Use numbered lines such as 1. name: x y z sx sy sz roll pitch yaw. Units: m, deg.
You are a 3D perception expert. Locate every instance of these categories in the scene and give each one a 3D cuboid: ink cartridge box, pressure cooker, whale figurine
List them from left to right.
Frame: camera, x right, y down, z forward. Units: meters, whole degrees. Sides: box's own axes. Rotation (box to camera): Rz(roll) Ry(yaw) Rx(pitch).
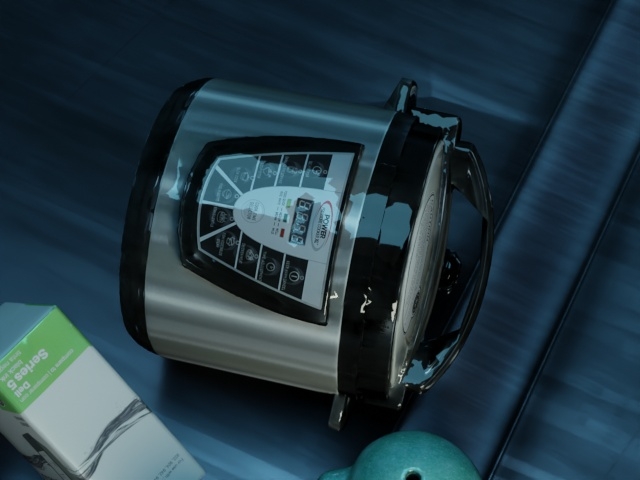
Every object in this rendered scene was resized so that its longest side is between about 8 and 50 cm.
1. ink cartridge box: -0.289 0.208 1.578 0.115 0.198 0.273 -46 110 -23
2. pressure cooker: 0.001 -0.001 1.676 0.420 0.369 0.375 12 42 9
3. whale figurine: 0.075 0.338 1.587 0.272 0.141 0.216 -41 65 -20
